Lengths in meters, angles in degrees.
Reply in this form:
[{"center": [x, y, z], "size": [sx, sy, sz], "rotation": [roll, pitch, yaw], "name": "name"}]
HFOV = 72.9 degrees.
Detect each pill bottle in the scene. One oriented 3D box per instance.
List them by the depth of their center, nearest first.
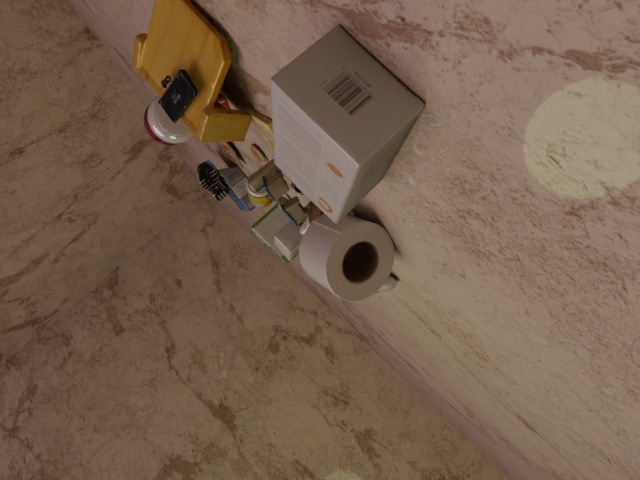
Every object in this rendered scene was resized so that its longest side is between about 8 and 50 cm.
[{"center": [-0.268, -0.218, 1.944], "size": [0.117, 0.117, 0.215], "rotation": [45, 168, 7], "name": "pill bottle"}, {"center": [-0.688, -0.562, 2.008], "size": [0.229, 0.229, 0.407], "rotation": [52, 167, -24], "name": "pill bottle"}]

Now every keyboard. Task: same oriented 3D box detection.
[{"center": [-0.420, -0.427, 1.255], "size": [0.180, 0.023, 0.108], "rotation": [-24, 105, 48], "name": "keyboard"}]

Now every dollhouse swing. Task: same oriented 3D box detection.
[{"center": [-0.351, -0.537, 1.335], "size": [0.347, 0.305, 0.315], "rotation": [48, -152, 9], "name": "dollhouse swing"}]

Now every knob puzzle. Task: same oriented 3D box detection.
[{"center": [-0.437, -0.442, 2.014], "size": [0.213, 0.030, 0.213], "rotation": [45, 168, 12], "name": "knob puzzle"}]

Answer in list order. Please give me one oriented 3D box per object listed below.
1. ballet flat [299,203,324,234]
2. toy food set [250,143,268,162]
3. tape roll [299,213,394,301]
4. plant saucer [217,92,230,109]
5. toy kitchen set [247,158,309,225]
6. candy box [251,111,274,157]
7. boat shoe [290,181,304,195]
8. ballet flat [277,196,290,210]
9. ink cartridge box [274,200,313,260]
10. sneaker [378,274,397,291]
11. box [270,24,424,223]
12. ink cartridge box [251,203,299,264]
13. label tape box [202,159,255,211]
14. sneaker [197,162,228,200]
[{"center": [0.000, 0.000, 1.454], "size": [0.124, 0.116, 0.342], "rotation": [-4, 111, 23], "name": "ballet flat"}, {"center": [-0.246, -0.344, 1.706], "size": [0.083, 0.020, 0.082], "rotation": [36, 163, 42], "name": "toy food set"}, {"center": [0.079, 0.044, 1.323], "size": [0.246, 0.246, 0.169], "rotation": [54, 166, -29], "name": "tape roll"}, {"center": [-0.428, -0.521, 1.700], "size": [0.258, 0.048, 0.259], "rotation": [42, 166, 22], "name": "plant saucer"}, {"center": [-0.148, -0.153, 1.508], "size": [0.166, 0.122, 0.207], "rotation": [49, -171, -33], "name": "toy kitchen set"}, {"center": [-0.153, -0.326, 1.441], "size": [0.105, 0.027, 0.206], "rotation": [42, 167, 39], "name": "candy box"}, {"center": [-0.060, -0.191, 1.419], "size": [0.095, 0.084, 0.258], "rotation": [48, 167, -8], "name": "boat shoe"}, {"center": [-0.106, -0.117, 1.888], "size": [0.067, 0.073, 0.206], "rotation": [-11, 129, 43], "name": "ballet flat"}, {"center": [-0.063, -0.041, 1.580], "size": [0.092, 0.219, 0.160], "rotation": [45, 167, 6], "name": "ink cartridge box"}, {"center": [0.139, 0.102, 1.593], "size": [0.305, 0.114, 0.152], "rotation": [16, 115, 37], "name": "sneaker"}, {"center": [0.033, -0.205, 0.879], "size": [0.215, 0.168, 0.345], "rotation": [45, 167, 6], "name": "box"}, {"center": [-0.183, -0.026, 2.093], "size": [0.255, 0.189, 0.097], "rotation": [46, 167, 1], "name": "ink cartridge box"}, {"center": [-0.471, -0.319, 2.327], "size": [0.334, 0.106, 0.240], "rotation": [54, 166, -20], "name": "label tape box"}, {"center": [-0.590, -0.329, 2.232], "size": [0.162, 0.106, 0.281], "rotation": [45, 167, 28], "name": "sneaker"}]
